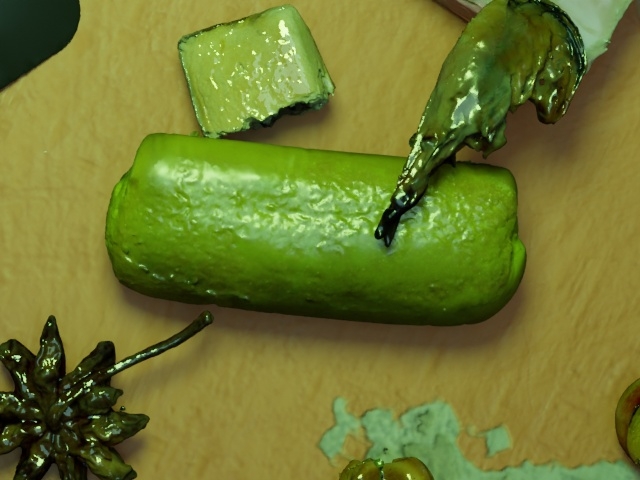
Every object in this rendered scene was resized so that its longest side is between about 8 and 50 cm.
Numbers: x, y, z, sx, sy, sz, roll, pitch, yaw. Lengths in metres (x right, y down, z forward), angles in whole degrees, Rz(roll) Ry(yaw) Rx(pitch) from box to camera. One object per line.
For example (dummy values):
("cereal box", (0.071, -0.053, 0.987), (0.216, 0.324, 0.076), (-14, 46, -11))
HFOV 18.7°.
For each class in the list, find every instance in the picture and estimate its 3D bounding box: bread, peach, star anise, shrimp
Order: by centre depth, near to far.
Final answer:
("shrimp", (0.143, -0.098, 1.681), (0.117, 0.066, 0.262), (27, 81, -2))
("bread", (0.000, 0.000, 1.742), (0.383, 0.112, 0.166), (6, 124, -8))
("star anise", (-0.223, 0.131, 1.752), (0.177, 0.073, 0.234), (26, 94, -2))
("bread", (-0.056, -0.153, 1.768), (0.125, 0.082, 0.106), (-18, 84, 10))
("peach", (0.319, 0.167, 1.838), (0.098, 0.061, 0.098), (-8, 113, -19))

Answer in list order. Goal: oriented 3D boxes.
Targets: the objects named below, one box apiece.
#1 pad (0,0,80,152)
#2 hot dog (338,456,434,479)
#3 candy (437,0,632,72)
("pad", (-0.407, -0.167, 1.752), (0.375, 0.063, 0.315), (-34, 103, -12))
("hot dog", (0.052, 0.330, 1.799), (0.115, 0.072, 0.269), (5, 92, -9))
("candy", (0.166, -0.274, 1.779), (0.265, 0.116, 0.155), (34, 84, -9))
